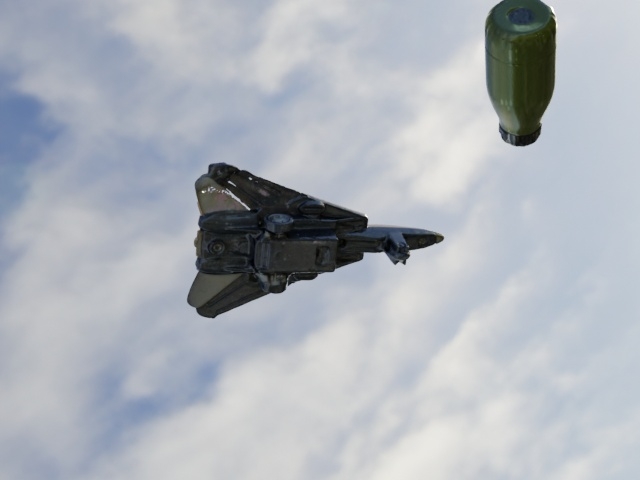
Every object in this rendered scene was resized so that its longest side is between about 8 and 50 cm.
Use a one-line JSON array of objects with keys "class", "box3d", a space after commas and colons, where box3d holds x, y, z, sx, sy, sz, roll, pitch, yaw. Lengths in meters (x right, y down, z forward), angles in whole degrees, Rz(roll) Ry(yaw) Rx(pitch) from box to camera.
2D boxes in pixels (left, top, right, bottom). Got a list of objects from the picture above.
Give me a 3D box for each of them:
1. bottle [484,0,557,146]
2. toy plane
[{"class": "bottle", "box3d": [0.317, -0.258, 1.909, 0.112, 0.112, 0.260, -51, -29, -28]}, {"class": "toy plane", "box3d": [0.002, 0.006, 1.453, 0.103, 0.316, 0.204, -103, 17, -63]}]
